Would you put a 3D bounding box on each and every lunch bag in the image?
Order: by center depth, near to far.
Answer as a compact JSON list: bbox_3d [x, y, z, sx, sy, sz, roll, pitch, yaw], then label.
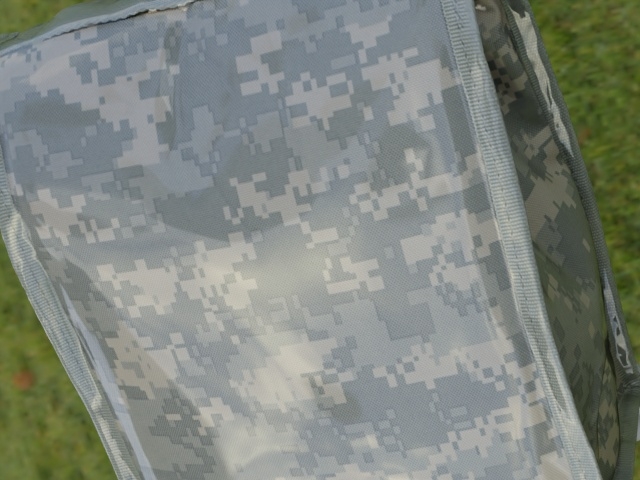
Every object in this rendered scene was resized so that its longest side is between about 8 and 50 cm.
[{"bbox_3d":[0.000,0.000,0.679,0.235,0.169,0.287,-10,116,21],"label":"lunch bag"}]

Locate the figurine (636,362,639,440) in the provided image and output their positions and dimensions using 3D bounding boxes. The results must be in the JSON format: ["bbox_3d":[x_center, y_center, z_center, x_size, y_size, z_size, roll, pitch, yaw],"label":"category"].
[{"bbox_3d":[0.202,0.158,0.971,0.092,0.209,0.215,10,97,56],"label":"figurine"}]
